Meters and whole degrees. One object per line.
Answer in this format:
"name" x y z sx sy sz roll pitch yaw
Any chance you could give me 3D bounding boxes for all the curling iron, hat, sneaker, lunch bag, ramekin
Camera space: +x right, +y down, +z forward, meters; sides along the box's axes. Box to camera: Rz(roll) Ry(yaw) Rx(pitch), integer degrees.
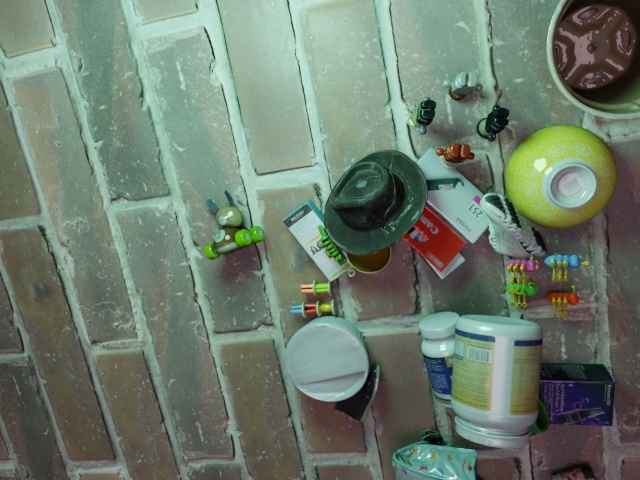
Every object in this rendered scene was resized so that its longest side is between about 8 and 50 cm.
"curling iron" 0.447 0.730 1.761 0.274 0.035 0.068 43 109 -2
"hat" 0.117 -0.121 1.449 0.332 0.134 0.331 -12 68 32
"sneaker" 0.512 -0.022 1.452 0.118 0.110 0.292 -29 130 31
"lunch bag" 0.370 0.780 1.704 0.263 0.160 0.223 1 120 19
"sneaker" 0.840 0.860 1.692 0.145 0.090 0.269 -21 97 17
"ramekin" 0.028 0.369 1.694 0.273 0.127 0.272 3 106 10
"sneaker" 0.121 0.495 1.734 0.118 0.083 0.221 19 109 6

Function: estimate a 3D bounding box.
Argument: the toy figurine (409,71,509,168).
"toy figurine" 0.367 -0.321 1.405 0.213 0.148 0.209 -41 89 0

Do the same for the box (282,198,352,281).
"box" 0.000 0.000 1.629 0.101 0.060 0.244 -36 96 17

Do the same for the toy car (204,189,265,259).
"toy car" -0.291 -0.056 1.639 0.155 0.149 0.188 -21 89 27

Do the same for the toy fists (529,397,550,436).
"toy fists" 0.580 0.447 1.584 0.142 0.096 0.279 -31 74 55

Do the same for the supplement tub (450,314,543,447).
"supplement tub" 0.475 0.373 1.431 0.229 0.228 0.315 4 89 10

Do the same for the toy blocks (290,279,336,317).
"toy blocks" -0.030 0.188 1.693 0.148 0.054 0.123 -7 105 14

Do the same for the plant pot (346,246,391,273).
"plant pot" 0.150 0.021 1.587 0.134 0.095 0.134 3 106 11

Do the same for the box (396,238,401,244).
"box" 0.196 -0.107 1.580 0.201 0.021 0.164 33 109 1

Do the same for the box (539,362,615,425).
"box" 0.758 0.461 1.583 0.207 0.108 0.153 -3 104 13

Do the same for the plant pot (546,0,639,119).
"plant pot" 0.677 -0.460 1.232 0.334 0.305 0.333 3 106 11

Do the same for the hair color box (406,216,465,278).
"hair color box" 0.337 0.021 1.560 0.093 0.053 0.167 -39 96 1

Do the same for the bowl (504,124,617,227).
"bowl" 0.654 -0.157 1.403 0.290 0.156 0.289 3 106 10

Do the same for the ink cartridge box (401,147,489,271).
"ink cartridge box" 0.331 -0.084 1.499 0.275 0.060 0.239 42 86 -2

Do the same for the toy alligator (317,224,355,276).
"toy alligator" 0.046 0.038 1.571 0.056 0.051 0.189 -32 98 17

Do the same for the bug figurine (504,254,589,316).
"bug figurine" 0.632 0.113 1.486 0.217 0.072 0.279 2 144 25

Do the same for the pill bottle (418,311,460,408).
"pill bottle" 0.394 0.361 1.604 0.153 0.153 0.264 -15 102 15
